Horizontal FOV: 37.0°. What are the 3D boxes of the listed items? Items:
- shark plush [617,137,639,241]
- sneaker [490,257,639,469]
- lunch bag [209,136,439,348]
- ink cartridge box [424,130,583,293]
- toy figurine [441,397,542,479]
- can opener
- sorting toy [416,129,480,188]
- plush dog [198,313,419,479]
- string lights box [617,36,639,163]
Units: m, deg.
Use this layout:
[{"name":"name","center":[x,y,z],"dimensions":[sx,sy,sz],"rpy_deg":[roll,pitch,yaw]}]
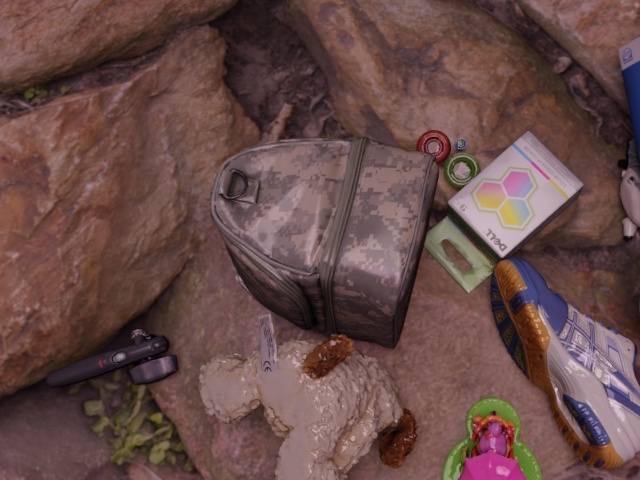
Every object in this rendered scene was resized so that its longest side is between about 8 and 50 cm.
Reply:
[{"name":"shark plush","center":[0.445,-0.063,1.319],"dimensions":[0.067,0.073,0.161],"rpy_deg":[-2,52,-13]},{"name":"sneaker","center":[0.334,0.143,1.246],"dimensions":[0.131,0.112,0.296],"rpy_deg":[-24,75,-16]},{"name":"lunch bag","center":[0.000,0.000,1.218],"dimensions":[0.256,0.305,0.213],"rpy_deg":[14,74,7]},{"name":"ink cartridge box","center":[0.246,-0.039,1.316],"dimensions":[0.209,0.062,0.109],"rpy_deg":[-41,74,-4]},{"name":"toy figurine","center":[0.217,0.272,1.182],"dimensions":[0.130,0.159,0.173],"rpy_deg":[4,74,8]},{"name":"can opener","center":[-0.293,0.172,1.328],"dimensions":[0.186,0.059,0.073],"rpy_deg":[-13,74,3]},{"name":"sorting toy","center":[0.186,-0.120,1.364],"dimensions":[0.102,0.042,0.061],"rpy_deg":[41,99,4]},{"name":"plush dog","center":[0.012,0.192,1.204],"dimensions":[0.262,0.225,0.211],"rpy_deg":[44,108,25]},{"name":"string lights box","center":[0.488,-0.143,1.274],"dimensions":[0.133,0.076,0.260],"rpy_deg":[6,70,-33]}]
